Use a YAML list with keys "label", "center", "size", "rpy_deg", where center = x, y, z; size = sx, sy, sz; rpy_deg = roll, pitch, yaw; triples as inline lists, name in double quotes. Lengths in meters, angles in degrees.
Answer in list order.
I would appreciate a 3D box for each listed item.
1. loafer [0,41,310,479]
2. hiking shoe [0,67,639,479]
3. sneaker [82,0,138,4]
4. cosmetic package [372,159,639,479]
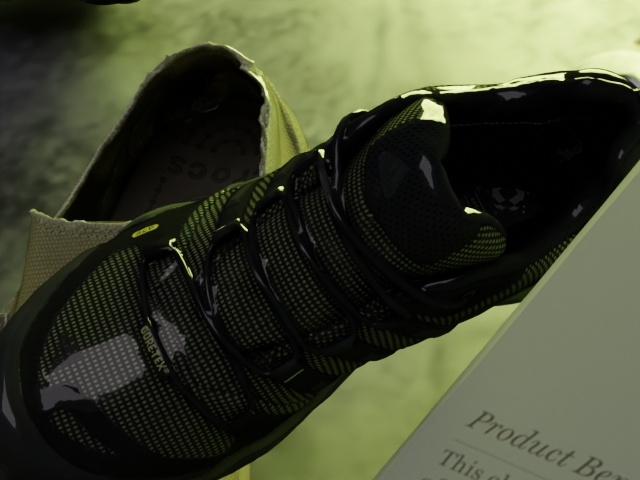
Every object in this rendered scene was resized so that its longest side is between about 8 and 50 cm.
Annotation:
- label: "loafer"
  center: [-0.068, 0.034, 0.583]
  size: [0.102, 0.092, 0.268]
  rpy_deg: [0, 47, 15]
- label: "hiking shoe"
  center: [0.000, 0.000, 0.493]
  size: [0.227, 0.114, 0.086]
  rpy_deg: [-27, 75, -17]
- label: "sneaker"
  center: [-0.174, -0.134, 0.780]
  size: [0.227, 0.087, 0.130]
  rpy_deg: [27, 60, 38]
- label: "cosmetic package"
  center: [0.178, 0.060, 0.451]
  size: [0.217, 0.156, 0.385]
  rpy_deg: [26, 57, 33]
